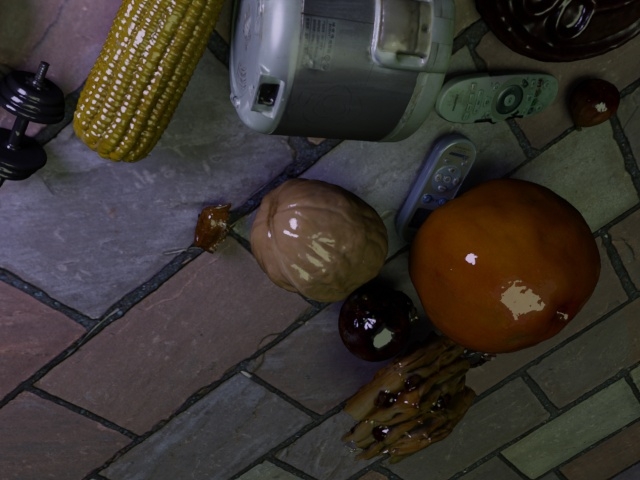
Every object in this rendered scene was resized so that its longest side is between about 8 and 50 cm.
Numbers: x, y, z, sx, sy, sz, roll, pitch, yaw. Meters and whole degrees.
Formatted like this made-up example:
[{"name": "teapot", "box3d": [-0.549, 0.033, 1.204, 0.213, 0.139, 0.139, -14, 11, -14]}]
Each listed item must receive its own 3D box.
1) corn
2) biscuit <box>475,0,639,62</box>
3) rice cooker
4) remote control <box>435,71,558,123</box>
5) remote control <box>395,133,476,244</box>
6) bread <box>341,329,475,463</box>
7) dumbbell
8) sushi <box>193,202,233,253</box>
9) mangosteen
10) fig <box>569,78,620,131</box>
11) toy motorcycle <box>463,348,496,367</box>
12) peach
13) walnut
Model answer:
[{"name": "corn", "box3d": [-0.230, -0.264, 0.845, 0.131, 0.131, 0.344, 18, 117, -31]}, {"name": "biscuit", "box3d": [0.426, -0.465, 0.943, 0.407, 0.091, 0.407, -10, 131, -12]}, {"name": "rice cooker", "box3d": [0.027, -0.273, 0.831, 0.276, 0.288, 0.288, 1, 127, -18]}, {"name": "remote control", "box3d": [0.315, -0.258, 1.100, 0.256, 0.045, 0.097, -5, 130, -20]}, {"name": "remote control", "box3d": [0.220, -0.097, 1.194, 0.087, 0.047, 0.244, 7, 124, -28]}, {"name": "bread", "box3d": [0.186, 0.391, 1.396, 0.314, 0.191, 0.370, -19, 153, -50]}, {"name": "dumbbell", "box3d": [-0.427, -0.161, 0.874, 0.099, 0.099, 0.208, 19, 118, -31]}, {"name": "sushi", "box3d": [-0.189, -0.023, 1.104, 0.060, 0.062, 0.118, 2, 147, -31]}, {"name": "mangosteen", "box3d": [0.122, 0.179, 1.311, 0.172, 0.172, 0.184, -29, 151, 5]}, {"name": "fig", "box3d": [0.504, -0.243, 1.164, 0.088, 0.089, 0.125, -7, 148, -14]}, {"name": "toy motorcycle", "box3d": [0.391, 0.250, 1.512, 0.118, 0.084, 0.212, -32, 138, 6]}, {"name": "peach", "box3d": [0.344, 0.056, 1.161, 0.342, 0.302, 0.343, -29, 144, -23]}, {"name": "walnut", "box3d": [0.000, 0.000, 1.088, 0.225, 0.225, 0.261, -44, 141, 17]}]
